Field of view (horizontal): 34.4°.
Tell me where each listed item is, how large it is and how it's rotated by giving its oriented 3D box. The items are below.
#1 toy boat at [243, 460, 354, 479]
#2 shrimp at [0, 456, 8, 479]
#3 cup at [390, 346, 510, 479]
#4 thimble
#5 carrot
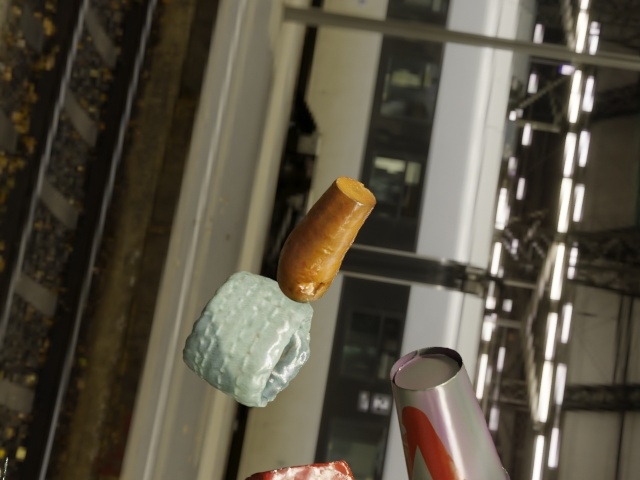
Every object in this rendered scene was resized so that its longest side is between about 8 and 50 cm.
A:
[{"bbox_3d":[-0.068,0.351,1.182,0.332,0.145,0.133,-41,-124,56],"label":"toy boat"},{"bbox_3d":[-0.261,0.282,0.788,0.090,0.079,0.233,17,80,-72],"label":"shrimp"},{"bbox_3d":[0.223,0.349,1.890,0.203,0.203,0.288,-75,152,-62],"label":"cup"},{"bbox_3d":[-0.114,0.169,1.804,0.205,0.172,0.250,-67,167,23],"label":"thimble"},{"bbox_3d":[0.000,0.000,1.386,0.087,0.087,0.193,-77,-170,-54],"label":"carrot"}]
